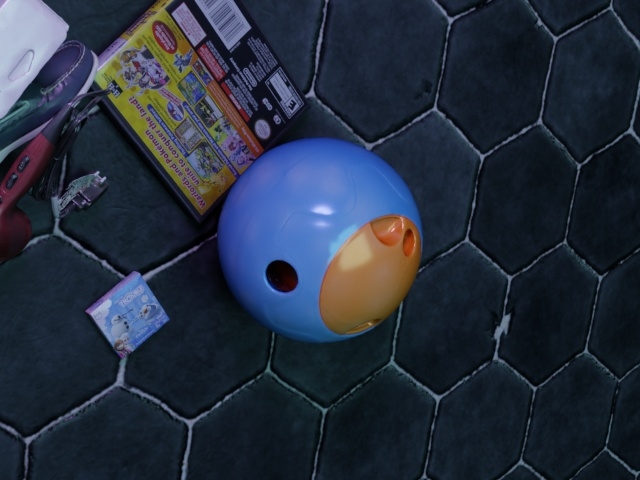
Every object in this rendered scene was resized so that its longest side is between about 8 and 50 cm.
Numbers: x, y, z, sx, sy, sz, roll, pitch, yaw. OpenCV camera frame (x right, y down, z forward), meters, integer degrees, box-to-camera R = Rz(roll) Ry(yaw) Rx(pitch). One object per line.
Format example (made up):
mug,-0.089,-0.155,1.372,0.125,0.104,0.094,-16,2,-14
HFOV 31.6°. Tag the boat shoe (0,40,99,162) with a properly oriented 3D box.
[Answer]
boat shoe,-0.383,-0.167,1.373,0.254,0.095,0.079,-40,135,-12

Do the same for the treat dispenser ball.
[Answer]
treat dispenser ball,0.000,0.000,1.582,0.288,0.288,0.288,-11,109,-35

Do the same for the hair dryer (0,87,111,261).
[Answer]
hair dryer,-0.378,-0.066,1.361,0.293,0.080,0.223,-42,158,-32

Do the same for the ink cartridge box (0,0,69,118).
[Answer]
ink cartridge box,-0.391,-0.222,1.285,0.082,0.190,0.139,44,75,-37

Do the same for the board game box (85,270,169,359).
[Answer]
board game box,-0.268,0.105,1.578,0.090,0.020,0.090,-42,122,-21

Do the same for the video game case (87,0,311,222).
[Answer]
video game case,-0.165,-0.205,1.564,0.248,0.035,0.275,-48,127,-17
